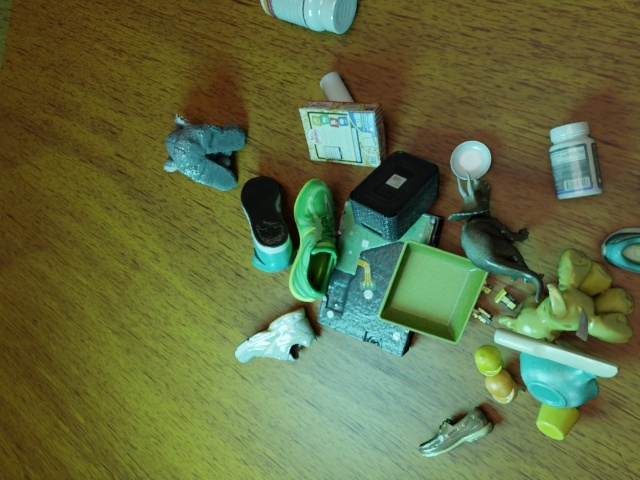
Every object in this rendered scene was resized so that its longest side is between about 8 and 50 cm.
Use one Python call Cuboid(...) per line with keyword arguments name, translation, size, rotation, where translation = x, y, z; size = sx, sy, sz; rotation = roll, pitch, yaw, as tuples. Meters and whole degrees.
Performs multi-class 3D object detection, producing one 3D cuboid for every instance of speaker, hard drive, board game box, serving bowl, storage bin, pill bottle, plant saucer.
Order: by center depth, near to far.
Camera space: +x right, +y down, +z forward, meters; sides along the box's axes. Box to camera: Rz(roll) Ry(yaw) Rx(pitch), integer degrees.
Cuboid(name="pill bottle", translation=(0.484, -0.150, 0.824), size=(0.078, 0.078, 0.137), rotation=(-8, 89, 29))
Cuboid(name="plant saucer", translation=(0.238, 0.108, 0.936), size=(0.189, 0.045, 0.188), rotation=(18, 100, -2))
Cuboid(name="serving bowl", translation=(0.327, -0.172, 0.937), size=(0.084, 0.027, 0.083), rotation=(2, 94, 28))
Cuboid(name="storage bin", translation=(0.163, -0.099, 0.939), size=(0.122, 0.084, 0.180), rotation=(32, 66, 33))
Cuboid(name="board game box", translation=(0.055, -0.253, 1.027), size=(0.194, 0.045, 0.146), rotation=(12, 138, 27))
Cuboid(name="hard drive", translation=(0.138, 0.077, 1.038), size=(0.237, 0.064, 0.338), rotation=(17, 102, 27))
Cuboid(name="pill bottle", translation=(-0.030, -0.585, 1.052), size=(0.221, 0.121, 0.121), rotation=(30, 107, 24))
Cuboid(name="speaker", translation=(0.052, -0.343, 1.062), size=(0.055, 0.055, 0.136), rotation=(-33, 77, 27))

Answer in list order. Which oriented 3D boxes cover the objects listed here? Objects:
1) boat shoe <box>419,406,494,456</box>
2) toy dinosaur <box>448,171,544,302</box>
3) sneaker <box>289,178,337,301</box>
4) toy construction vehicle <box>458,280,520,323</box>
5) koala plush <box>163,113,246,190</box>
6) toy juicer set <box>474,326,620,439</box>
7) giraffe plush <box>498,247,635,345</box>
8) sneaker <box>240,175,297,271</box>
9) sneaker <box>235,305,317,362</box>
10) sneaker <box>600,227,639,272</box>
Cuboid(name="boat shoe", translation=(0.298, 0.433, 0.978), size=(0.178, 0.064, 0.060), rotation=(-35, 72, 20))
Cuboid(name="toy dinosaur", translation=(0.331, 0.015, 0.843), size=(0.161, 0.313, 0.121), rotation=(23, 131, -11))
Cuboid(name="sneaker", translation=(0.000, 0.000, 1.030), size=(0.124, 0.110, 0.294), rotation=(-2, 83, 58))
Cuboid(name="toy construction vehicle", translation=(0.362, 0.133, 0.935), size=(0.098, 0.035, 0.085), rotation=(43, 112, 20))
Cuboid(name="koala plush", translation=(-0.364, -0.264, 1.233), size=(0.221, 0.204, 0.196), rotation=(26, 105, 37))
Cuboid(name="toy juicer set", translation=(0.401, 0.234, 0.808), size=(0.209, 0.089, 0.328), rotation=(28, 150, 32))
Cuboid(name="giraffe plush", translation=(0.454, 0.143, 0.827), size=(0.181, 0.210, 0.170), rotation=(52, 145, 10))
Cuboid(name="sneaker", translation=(-0.135, -0.027, 1.154), size=(0.178, 0.124, 0.295), rotation=(88, 169, -45))
Cuboid(name="sneaker", translation=(-0.124, 0.291, 1.181), size=(0.263, 0.099, 0.121), rotation=(-37, 80, 27))
Cuboid(name="sneaker", translation=(0.639, 0.036, 0.734), size=(0.276, 0.110, 0.106), rotation=(4, 95, 28))
